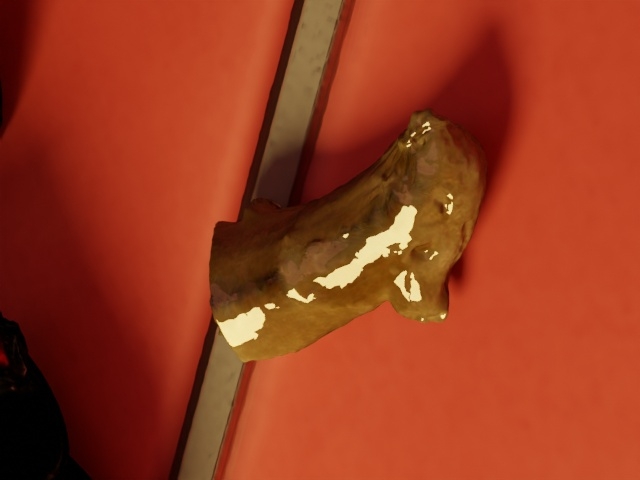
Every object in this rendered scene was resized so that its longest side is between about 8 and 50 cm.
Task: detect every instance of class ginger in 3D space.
[{"bbox_3d":[0.002,0.005,0.564,0.137,0.044,0.057,-26,60,36],"label":"ginger"}]

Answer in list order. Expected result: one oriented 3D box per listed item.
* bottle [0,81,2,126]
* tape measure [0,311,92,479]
[{"bbox_3d":[-0.257,-0.158,0.699,0.144,0.144,0.336,-44,65,33],"label":"bottle"},{"bbox_3d":[-0.164,0.154,0.652,0.202,0.135,0.223,-30,81,28],"label":"tape measure"}]
